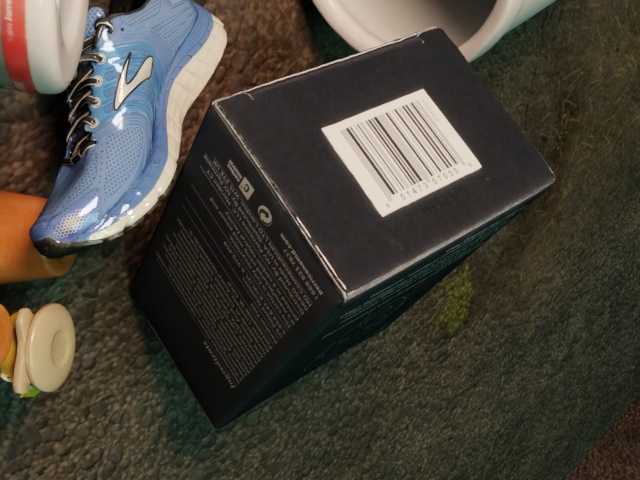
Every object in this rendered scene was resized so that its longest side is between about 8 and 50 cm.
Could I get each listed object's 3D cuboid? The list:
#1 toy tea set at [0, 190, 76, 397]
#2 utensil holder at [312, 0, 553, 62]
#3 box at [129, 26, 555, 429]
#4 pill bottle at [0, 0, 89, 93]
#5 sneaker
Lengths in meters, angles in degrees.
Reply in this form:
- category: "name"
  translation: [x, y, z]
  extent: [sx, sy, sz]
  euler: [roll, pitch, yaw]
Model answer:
- category: "toy tea set"
  translation: [-0.329, 0.030, 0.687]
  extent: [0.336, 0.124, 0.200]
  euler: [47, 45, -75]
- category: "utensil holder"
  translation: [0.198, -0.415, 0.912]
  extent: [0.385, 0.327, 0.328]
  euler: [-36, 133, -30]
- category: "box"
  translation: [0.000, 0.000, 0.882]
  extent: [0.293, 0.212, 0.395]
  euler: [-26, 165, -34]
- category: "pill bottle"
  translation: [-0.312, -0.197, 0.547]
  extent: [0.283, 0.161, 0.161]
  euler: [6, 111, -9]
- category: "sneaker"
  translation: [-0.208, -0.131, 0.764]
  extent: [0.147, 0.129, 0.330]
  euler: [41, 49, -36]
